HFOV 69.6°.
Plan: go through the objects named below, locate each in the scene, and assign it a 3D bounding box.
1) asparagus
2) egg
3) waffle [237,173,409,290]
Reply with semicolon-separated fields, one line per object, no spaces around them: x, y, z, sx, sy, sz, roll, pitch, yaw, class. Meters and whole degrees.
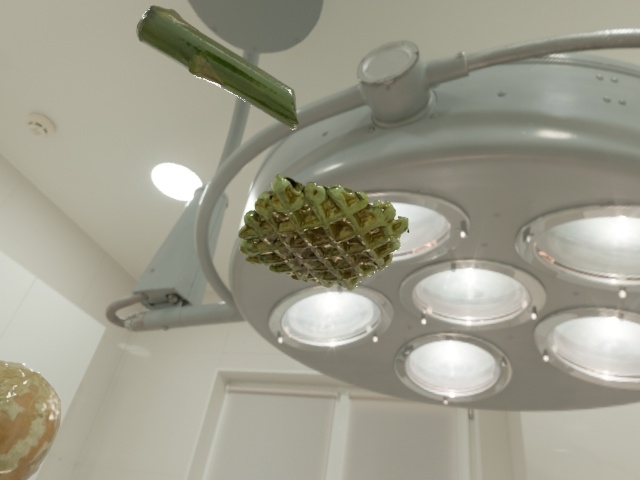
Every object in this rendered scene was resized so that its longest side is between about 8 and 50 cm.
-0.144;-0.260;0.693;0.278;0.067;0.060;28;-48;-6;asparagus
-0.501;0.291;0.672;0.195;0.233;0.195;23;-18;8;egg
0.000;0.000;0.610;0.214;0.054;0.208;15;-33;-17;waffle
